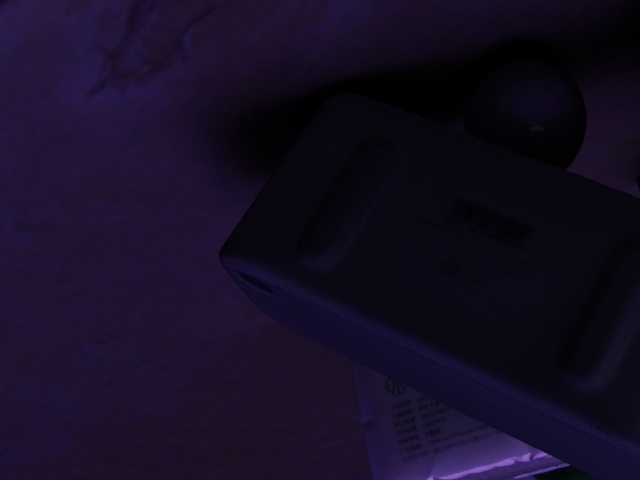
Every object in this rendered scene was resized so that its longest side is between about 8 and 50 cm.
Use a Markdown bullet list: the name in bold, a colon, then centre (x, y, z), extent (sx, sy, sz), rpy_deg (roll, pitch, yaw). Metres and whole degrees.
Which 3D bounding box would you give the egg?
- **egg**: centre (0.175, -0.099, 0.961), extent (0.103, 0.103, 0.135), rpy_deg (-10, 155, -1)

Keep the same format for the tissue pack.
- **tissue pack**: centre (0.230, 0.164, 1.325), extent (0.356, 0.266, 0.194), rpy_deg (-18, 153, 16)

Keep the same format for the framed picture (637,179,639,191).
- **framed picture**: centre (0.486, -0.036, 1.063), extent (0.335, 0.247, 0.022), rpy_deg (-20, 125, 20)

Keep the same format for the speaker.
- **speaker**: centre (0.136, 0.037, 0.914), extent (0.406, 0.184, 0.183), rpy_deg (24, 164, 23)
